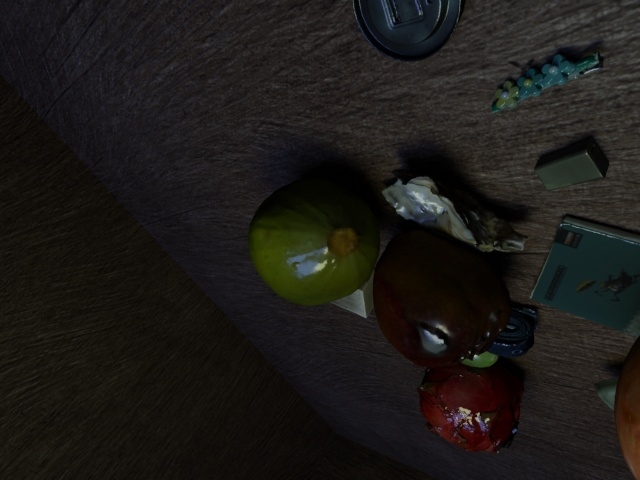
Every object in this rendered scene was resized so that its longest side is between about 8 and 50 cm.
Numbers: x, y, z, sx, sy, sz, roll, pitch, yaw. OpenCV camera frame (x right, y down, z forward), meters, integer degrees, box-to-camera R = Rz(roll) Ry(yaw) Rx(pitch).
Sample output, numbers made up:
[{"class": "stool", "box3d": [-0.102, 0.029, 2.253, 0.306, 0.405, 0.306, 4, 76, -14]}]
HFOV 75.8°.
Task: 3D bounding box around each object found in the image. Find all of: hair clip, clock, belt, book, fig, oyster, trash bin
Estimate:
[{"class": "hair clip", "box3d": [0.334, -0.244, 0.631, 0.049, 0.049, 0.173, 49, 149, -18]}, {"class": "clock", "box3d": [0.137, -0.379, 0.646, 0.184, 0.040, 0.184, 27, 148, 19]}, {"class": "belt", "box3d": [0.436, 0.226, 1.068, 0.218, 0.122, 0.128, 16, 154, 34]}, {"class": "book", "box3d": [0.632, 0.101, 0.787, 0.379, 0.031, 0.264, 19, 143, 27]}, {"class": "fig", "box3d": [-0.011, 0.004, 1.007, 0.343, 0.343, 0.343, 26, 147, 18]}, {"class": "oyster", "box3d": [0.262, -0.068, 0.865, 0.271, 0.100, 0.275, 30, -179, -18]}, {"class": "trash bin", "box3d": [0.421, -0.126, 0.695, 0.061, 0.043, 0.092, 47, 151, -15]}]

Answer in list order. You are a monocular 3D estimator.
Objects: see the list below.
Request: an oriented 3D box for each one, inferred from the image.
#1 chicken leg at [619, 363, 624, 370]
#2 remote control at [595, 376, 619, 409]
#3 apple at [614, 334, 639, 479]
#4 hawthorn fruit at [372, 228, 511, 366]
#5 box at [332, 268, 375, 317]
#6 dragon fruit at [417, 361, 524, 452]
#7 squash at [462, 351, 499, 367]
[{"class": "chicken leg", "box3d": [0.764, 0.344, 0.962, 0.205, 0.053, 0.093, 59, 164, -19]}, {"class": "remote control", "box3d": [0.733, 0.305, 0.855, 0.090, 0.038, 0.309, 42, 142, 3]}, {"class": "apple", "box3d": [0.657, 0.254, 0.586, 0.391, 0.391, 0.347, -4, 93, 48]}, {"class": "hawthorn fruit", "box3d": [0.264, 0.126, 0.940, 0.308, 0.308, 0.325, -30, 72, 57]}, {"class": "box", "box3d": [0.075, 0.141, 1.346, 0.212, 0.095, 0.168, 21, 144, 27]}, {"class": "dragon fruit", "box3d": [0.455, 0.485, 1.242, 0.301, 0.296, 0.296, -4, 131, 31]}, {"class": "squash", "box3d": [0.341, 0.263, 1.223, 0.370, 0.118, 0.118, 20, 145, 30]}]
